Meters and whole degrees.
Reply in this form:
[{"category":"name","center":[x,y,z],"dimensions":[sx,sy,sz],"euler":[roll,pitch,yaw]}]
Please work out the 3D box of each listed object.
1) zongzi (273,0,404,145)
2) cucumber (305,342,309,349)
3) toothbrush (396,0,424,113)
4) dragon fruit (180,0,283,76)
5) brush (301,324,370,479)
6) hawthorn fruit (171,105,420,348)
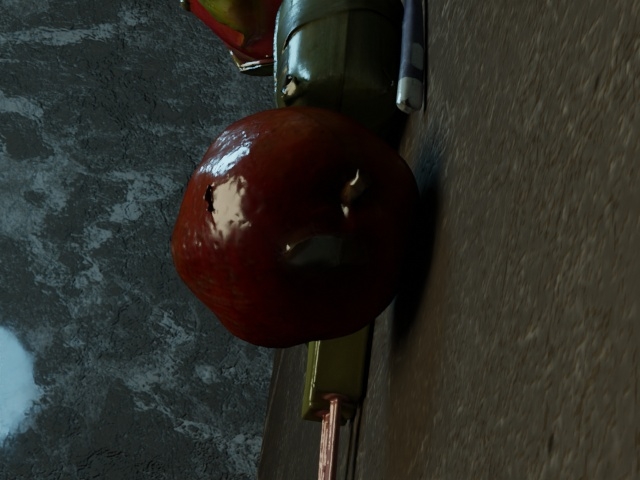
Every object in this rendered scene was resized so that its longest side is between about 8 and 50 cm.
[{"category":"zongzi","center":[0.013,-0.137,1.188],"dimensions":[0.274,0.125,0.251],"euler":[95,180,-51]},{"category":"cucumber","center":[0.000,-0.001,1.435],"dimensions":[0.072,0.072,0.300],"euler":[104,172,-52]},{"category":"toothbrush","center":[0.082,-0.202,1.032],"dimensions":[0.288,0.024,0.026],"euler":[-83,18,-47]},{"category":"dragon fruit","center":[-0.081,-0.350,1.564],"dimensions":[0.305,0.225,0.305],"euler":[-14,-90,-70]},{"category":"brush","center":[0.007,0.163,1.037],"dimensions":[0.103,0.047,0.233],"euler":[108,171,-65]},{"category":"hawthorn fruit","center":[-0.011,-0.016,0.849],"dimensions":[0.202,0.185,0.185],"euler":[151,130,-67]}]
